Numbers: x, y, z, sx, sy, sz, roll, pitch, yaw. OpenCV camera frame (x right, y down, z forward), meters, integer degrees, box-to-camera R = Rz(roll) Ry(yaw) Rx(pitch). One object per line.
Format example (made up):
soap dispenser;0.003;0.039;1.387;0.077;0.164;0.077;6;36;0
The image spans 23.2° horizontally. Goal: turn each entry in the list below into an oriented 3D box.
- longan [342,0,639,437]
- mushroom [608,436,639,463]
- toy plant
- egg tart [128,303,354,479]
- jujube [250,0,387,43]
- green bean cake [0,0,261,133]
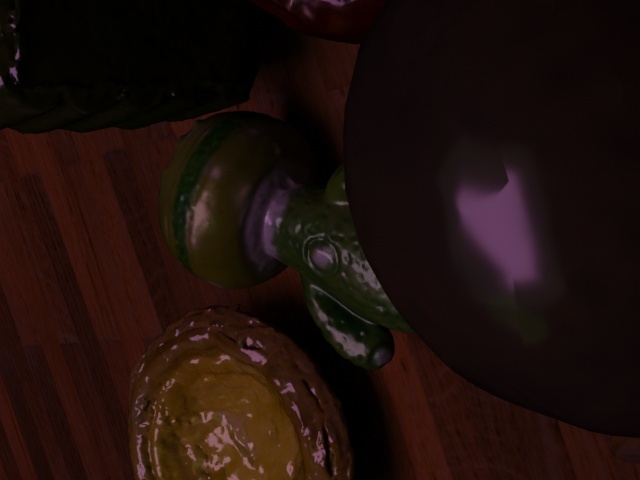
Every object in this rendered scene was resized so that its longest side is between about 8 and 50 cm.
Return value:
longan;0.205;-0.063;1.036;0.404;0.405;0.336;58;137;12
mushroom;0.186;0.003;1.279;0.407;0.154;0.137;61;-172;24
toy plant;0.000;0.000;1.557;0.316;0.184;0.224;23;117;33
egg tart;-0.074;0.231;1.783;0.345;0.132;0.345;13;109;39
jujube;-0.017;-0.336;1.314;0.377;0.276;0.276;38;137;17
green bean cake;-0.235;-0.274;1.532;0.218;0.319;0.335;-10;83;53
